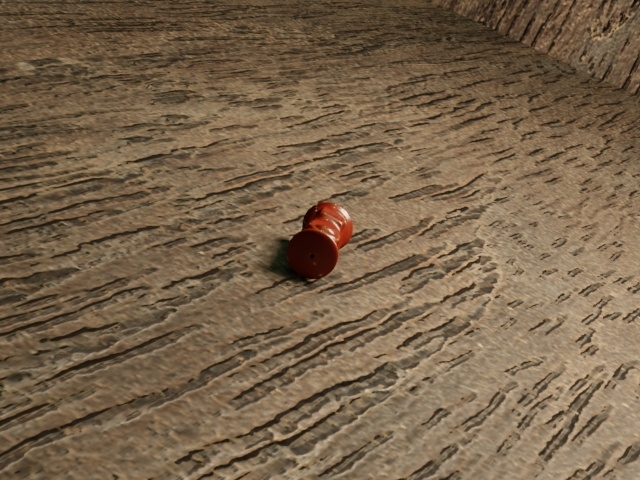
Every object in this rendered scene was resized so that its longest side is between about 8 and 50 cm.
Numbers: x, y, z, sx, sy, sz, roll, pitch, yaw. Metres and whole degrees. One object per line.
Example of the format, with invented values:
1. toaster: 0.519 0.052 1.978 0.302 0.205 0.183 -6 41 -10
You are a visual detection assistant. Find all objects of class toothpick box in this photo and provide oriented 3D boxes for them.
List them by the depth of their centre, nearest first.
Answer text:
1. toothpick box: 0.000 0.000 1.134 0.047 0.047 0.083 22 21 2
